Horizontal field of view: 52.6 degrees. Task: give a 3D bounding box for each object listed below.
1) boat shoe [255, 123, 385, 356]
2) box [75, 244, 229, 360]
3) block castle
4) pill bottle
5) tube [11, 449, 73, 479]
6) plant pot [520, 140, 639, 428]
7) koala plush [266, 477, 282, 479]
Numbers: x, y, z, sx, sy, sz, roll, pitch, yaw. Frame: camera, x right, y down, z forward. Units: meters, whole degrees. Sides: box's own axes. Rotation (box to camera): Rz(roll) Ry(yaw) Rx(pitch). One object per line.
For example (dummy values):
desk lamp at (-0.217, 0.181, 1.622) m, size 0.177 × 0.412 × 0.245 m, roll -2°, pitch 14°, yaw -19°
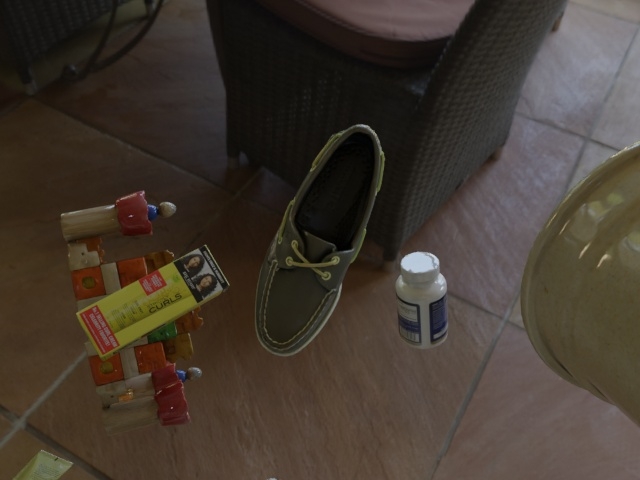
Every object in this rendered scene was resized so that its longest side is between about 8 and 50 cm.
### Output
boat shoe at (-0.004, -0.002, 0.801) m, size 0.109 × 0.091 × 0.305 m, roll 23°, pitch 84°, yaw 3°
box at (-0.272, 0.100, 1.060) m, size 0.232 × 0.058 × 0.087 m, roll -29°, pitch 84°, yaw -20°
block castle at (-0.362, 0.133, 1.306) m, size 0.212 × 0.303 × 0.453 m, roll -11°, pitch 94°, yaw -16°
pill bottle at (0.188, 0.110, 1.199) m, size 0.094 × 0.169 × 0.094 m, roll -6°, pitch 32°, yaw 4°
tube at (-0.621, 0.526, 1.311) m, size 0.062 × 0.070 × 0.240 m, roll 45°, pitch 85°, yaw 2°
plant pot at (0.398, 0.099, 0.577) m, size 0.333 × 0.334 × 0.305 m, roll -2°, pitch 26°, yaw -6°
koala plush at (-0.002, 0.412, 0.856) m, size 0.196 × 0.221 × 0.203 m, roll 8°, pitch 27°, yaw 15°
